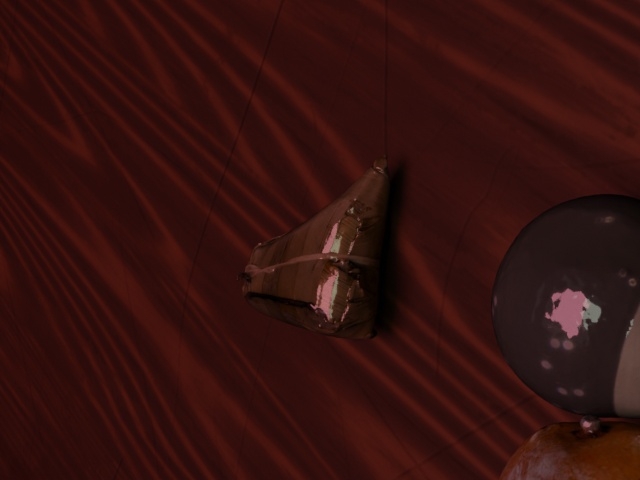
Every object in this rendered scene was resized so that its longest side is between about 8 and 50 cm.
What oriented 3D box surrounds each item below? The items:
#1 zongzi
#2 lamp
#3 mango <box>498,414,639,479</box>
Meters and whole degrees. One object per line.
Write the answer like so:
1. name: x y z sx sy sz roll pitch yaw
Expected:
1. zongzi: 0.000 0.000 1.392 0.194 0.099 0.197 9 87 50
2. lamp: 0.269 0.084 0.993 0.314 0.182 0.181 38 119 42
3. mango: 0.250 0.317 0.989 0.222 0.199 0.384 -13 102 25
